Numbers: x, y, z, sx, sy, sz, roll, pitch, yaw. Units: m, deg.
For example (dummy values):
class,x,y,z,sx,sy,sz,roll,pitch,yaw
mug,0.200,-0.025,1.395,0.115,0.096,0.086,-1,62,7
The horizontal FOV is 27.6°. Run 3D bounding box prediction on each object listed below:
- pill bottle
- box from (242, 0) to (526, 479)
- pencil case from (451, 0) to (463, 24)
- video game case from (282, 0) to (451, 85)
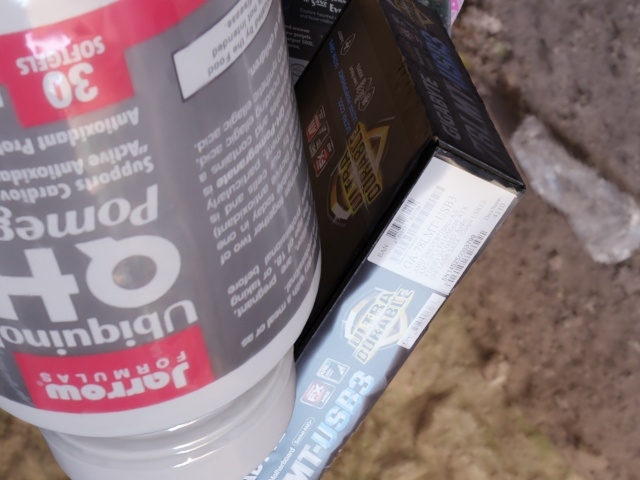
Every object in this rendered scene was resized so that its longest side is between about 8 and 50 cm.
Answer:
class,x,y,z,sx,sy,sz,roll,pitch,yaw
pill bottle,-0.093,-0.030,0.548,0.176,0.176,0.318,50,159,41
box,0.000,0.000,0.881,0.073,0.293,0.295,26,-156,-20
pencil case,0.076,-0.238,1.400,0.124,0.284,0.124,23,154,12
video game case,0.019,-0.144,1.065,0.022,0.190,0.173,141,135,-62
